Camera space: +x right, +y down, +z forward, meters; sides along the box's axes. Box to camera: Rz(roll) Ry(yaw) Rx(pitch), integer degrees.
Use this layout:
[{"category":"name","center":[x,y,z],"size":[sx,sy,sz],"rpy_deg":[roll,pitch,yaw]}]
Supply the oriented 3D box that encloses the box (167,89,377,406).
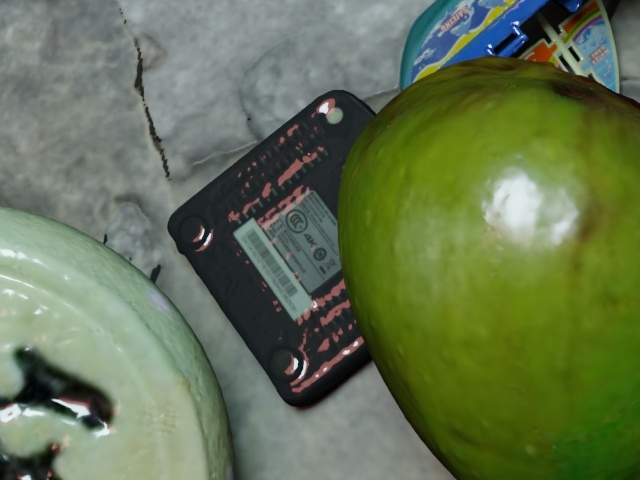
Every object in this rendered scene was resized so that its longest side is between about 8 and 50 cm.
[{"category":"box","center":[0.000,0.000,0.706],"size":[0.125,0.027,0.126],"rpy_deg":[-40,64,5]}]

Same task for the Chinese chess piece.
[{"category":"Chinese chess piece","center":[-0.163,0.108,0.639],"size":[0.250,0.101,0.250],"rpy_deg":[0,88,-7]}]

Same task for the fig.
[{"category":"fig","center":[0.094,0.020,0.587],"size":[0.181,0.181,0.191],"rpy_deg":[3,96,22]}]

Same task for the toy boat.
[{"category":"toy boat","center":[0.109,-0.090,0.670],"size":[0.175,0.091,0.110],"rpy_deg":[-39,91,10]}]
